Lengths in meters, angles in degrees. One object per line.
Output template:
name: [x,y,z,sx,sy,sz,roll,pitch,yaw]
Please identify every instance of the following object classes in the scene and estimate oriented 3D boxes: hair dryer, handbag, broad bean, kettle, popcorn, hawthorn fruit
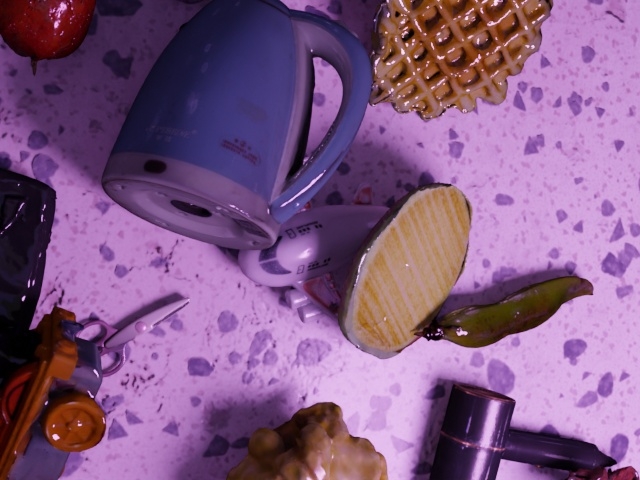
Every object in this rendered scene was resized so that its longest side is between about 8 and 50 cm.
hair dryer: [0.348,0.361,1.489,0.352,0.107,0.189,16,89,-22]
handbag: [-0.508,0.007,1.215,0.275,0.088,0.244,11,88,-15]
broad bean: [0.303,0.122,1.470,0.339,0.061,0.077,-16,115,-24]
kettle: [-0.093,-0.178,1.241,0.319,0.247,0.342,13,74,18]
popcorn: [-0.023,0.373,1.327,0.256,0.195,0.255,-7,103,-16]
hawthorn fruit: [-0.376,-0.309,1.221,0.148,0.148,0.172,1,107,-17]

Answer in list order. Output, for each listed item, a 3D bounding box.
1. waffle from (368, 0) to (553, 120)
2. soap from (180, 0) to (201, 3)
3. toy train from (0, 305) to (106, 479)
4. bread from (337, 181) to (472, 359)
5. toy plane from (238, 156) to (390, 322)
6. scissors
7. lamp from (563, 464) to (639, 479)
waffle: [0.206,-0.319,1.363,0.297,0.073,0.317,-4,136,-20]
soap: [-0.092,-0.465,1.318,0.324,0.109,0.193,-39,102,-12]
toy train: [-0.422,0.258,1.170,0.231,0.163,0.369,21,102,-23]
bread: [0.131,0.042,1.355,0.301,0.045,0.301,-33,138,-35]
toy plane: [-0.001,0.000,1.356,0.252,0.118,0.252,0,91,-14]
scissors: [-0.268,0.128,1.324,0.176,0.022,0.085,-29,99,-12]
lamp: [0.444,0.477,1.483,0.215,0.151,0.223,8,71,-56]
